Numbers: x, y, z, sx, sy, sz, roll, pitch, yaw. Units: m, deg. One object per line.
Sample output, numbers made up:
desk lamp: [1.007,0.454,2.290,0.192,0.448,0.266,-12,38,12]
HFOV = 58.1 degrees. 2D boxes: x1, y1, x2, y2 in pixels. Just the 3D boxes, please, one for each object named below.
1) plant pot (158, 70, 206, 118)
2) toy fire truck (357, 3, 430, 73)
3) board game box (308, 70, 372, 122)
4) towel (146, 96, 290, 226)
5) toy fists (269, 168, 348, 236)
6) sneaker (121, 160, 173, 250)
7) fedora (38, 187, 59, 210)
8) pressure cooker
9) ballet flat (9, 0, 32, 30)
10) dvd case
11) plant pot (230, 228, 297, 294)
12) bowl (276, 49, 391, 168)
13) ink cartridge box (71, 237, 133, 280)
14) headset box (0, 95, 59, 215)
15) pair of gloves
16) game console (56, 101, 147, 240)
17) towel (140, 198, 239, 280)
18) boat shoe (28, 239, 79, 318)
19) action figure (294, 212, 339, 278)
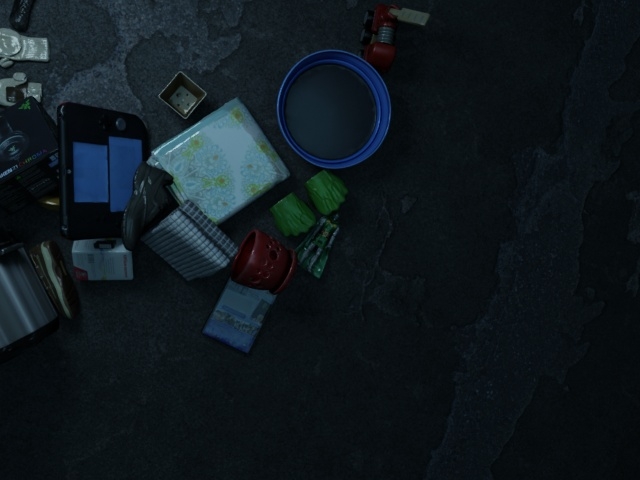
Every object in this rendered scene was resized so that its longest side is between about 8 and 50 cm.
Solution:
plant pot: [-0.446,-0.464,1.866,0.109,0.096,0.109,40,85,-13]
toy fire truck: [0.241,-0.688,1.936,0.159,0.246,0.216,11,91,-13]
board game box: [0.066,-0.502,2.011,0.194,0.045,0.146,-19,98,-11]
towel: [-0.337,-0.247,1.916,0.374,0.090,0.320,-36,104,-8]
toy fists: [-0.035,-0.122,1.993,0.279,0.096,0.142,-36,91,-7]
sneaker: [-0.528,-0.101,1.762,0.130,0.109,0.286,16,73,-16]
fedora: [-0.816,-0.148,1.795,0.194,0.194,0.079,17,130,-14]
pressure cooker: [-1.007,0.151,1.647,0.370,0.375,0.420,-26,100,-26]
ballet flat: [-0.908,-0.730,1.772,0.058,0.049,0.173,18,85,19]
dvd case: [-0.277,0.244,1.997,0.180,0.022,0.253,28,88,-13]
plant pot: [-0.185,0.081,1.926,0.174,0.191,0.191,28,87,-22]
bowl: [0.043,-0.437,1.948,0.391,0.077,0.390,-1,95,-12]
ink cartridge box: [-0.687,0.060,1.832,0.175,0.072,0.127,1,130,-14]
headset box: [-0.886,-0.260,1.700,0.246,0.131,0.283,-33,61,-8]
pair of gloves: [-0.953,-0.528,1.770,0.204,0.042,0.240,9,91,-14]
game console: [-0.644,-0.200,1.734,0.060,0.342,0.386,1,94,19]
towel: [-0.409,0.005,1.827,0.235,0.284,0.121,45,57,-16]
boat shoe: [-0.849,0.132,1.826,0.095,0.095,0.257,-17,92,2]
action figure: [0.000,0.000,2.028,0.137,0.063,0.232,33,83,-10]
